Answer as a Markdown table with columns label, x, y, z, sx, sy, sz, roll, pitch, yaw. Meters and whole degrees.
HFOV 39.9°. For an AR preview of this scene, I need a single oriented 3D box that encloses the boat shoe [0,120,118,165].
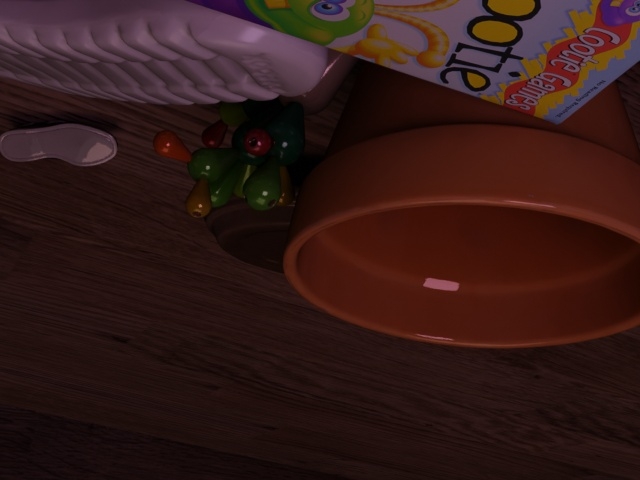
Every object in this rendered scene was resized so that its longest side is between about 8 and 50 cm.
| label | x | y | z | sx | sy | sz | roll | pitch | yaw |
| --- | --- | --- | --- | --- | --- | --- | --- | --- | --- |
| boat shoe | -0.268 | -0.102 | 0.914 | 0.125 | 0.038 | 0.046 | -3 | 113 | 9 |

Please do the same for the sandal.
| label | x | y | z | sx | sy | sz | roll | pitch | yaw |
| --- | --- | --- | --- | --- | --- | --- | --- | --- | --- |
| sandal | -0.170 | -0.171 | 0.664 | 0.417 | 0.102 | 0.169 | 10 | 174 | 28 |

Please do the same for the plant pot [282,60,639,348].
| label | x | y | z | sx | sy | sz | roll | pitch | yaw |
| --- | --- | --- | --- | --- | --- | --- | --- | --- | --- |
| plant pot | 0.125 | -0.054 | 0.702 | 0.291 | 0.203 | 0.291 | 5 | 156 | 2 |

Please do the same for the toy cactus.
| label | x | y | z | sx | sy | sz | roll | pitch | yaw |
| --- | --- | --- | --- | --- | --- | --- | --- | --- | --- |
| toy cactus | -0.047 | -0.106 | 0.730 | 0.112 | 0.219 | 0.180 | 41 | 101 | -15 |

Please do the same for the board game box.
| label | x | y | z | sx | sy | sz | roll | pitch | yaw |
| --- | --- | --- | --- | --- | --- | --- | --- | --- | --- |
| board game box | 0.057 | -0.192 | 0.493 | 0.276 | 0.142 | 0.144 | 15 | 155 | -15 |

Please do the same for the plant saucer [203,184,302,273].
| label | x | y | z | sx | sy | sz | roll | pitch | yaw |
| --- | --- | --- | --- | --- | --- | --- | --- | --- | --- |
| plant saucer | 0.000 | 0.000 | 1.013 | 0.278 | 0.041 | 0.278 | 7 | 164 | 2 |
